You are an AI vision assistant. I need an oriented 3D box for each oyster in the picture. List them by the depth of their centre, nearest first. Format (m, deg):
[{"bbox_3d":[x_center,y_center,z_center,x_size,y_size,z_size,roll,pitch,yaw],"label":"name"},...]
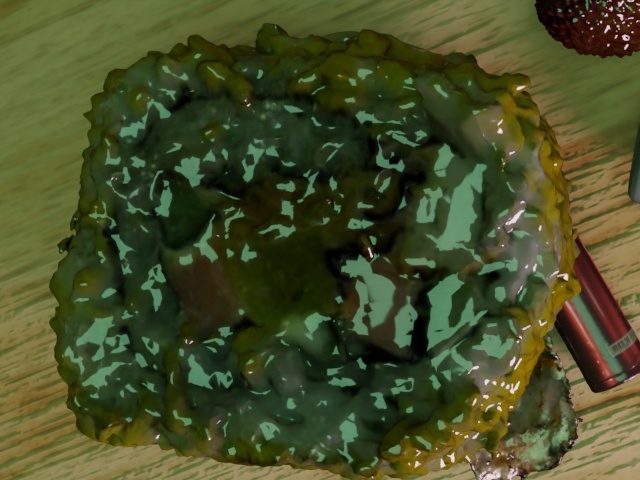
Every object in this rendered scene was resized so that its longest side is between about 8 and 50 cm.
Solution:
[{"bbox_3d":[0.151,0.116,1.396,0.105,0.056,0.177,-23,95,6],"label":"oyster"}]

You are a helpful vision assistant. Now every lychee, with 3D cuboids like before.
[{"bbox_3d":[0.233,-0.204,1.301,0.129,0.123,0.123,4,99,10],"label":"lychee"}]

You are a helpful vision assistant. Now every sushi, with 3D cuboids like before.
[{"bbox_3d":[0.000,0.000,1.284,0.396,0.240,0.351,5,88,16],"label":"sushi"}]

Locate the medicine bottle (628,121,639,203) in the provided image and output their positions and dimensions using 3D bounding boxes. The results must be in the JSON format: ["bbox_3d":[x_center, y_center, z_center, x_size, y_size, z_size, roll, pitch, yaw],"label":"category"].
[{"bbox_3d":[0.359,-0.055,1.317,0.216,0.090,0.090,10,100,7],"label":"medicine bottle"}]

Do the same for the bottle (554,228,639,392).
[{"bbox_3d":[0.209,0.043,1.376,0.060,0.060,0.164,-29,92,12],"label":"bottle"}]
